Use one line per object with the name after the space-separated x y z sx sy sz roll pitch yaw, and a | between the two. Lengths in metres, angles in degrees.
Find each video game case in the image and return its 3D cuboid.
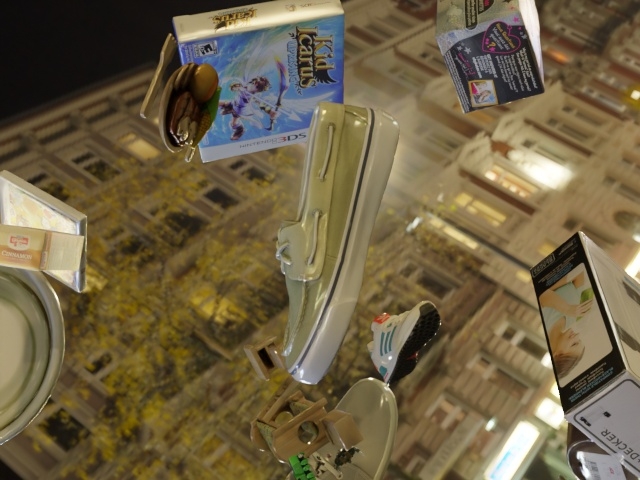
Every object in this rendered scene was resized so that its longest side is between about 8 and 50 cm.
-0.086 -0.248 1.344 0.244 0.061 0.270 -13 -33 -7 | video game case
-0.591 -0.018 1.841 0.026 0.226 0.206 -45 -24 -46 | video game case

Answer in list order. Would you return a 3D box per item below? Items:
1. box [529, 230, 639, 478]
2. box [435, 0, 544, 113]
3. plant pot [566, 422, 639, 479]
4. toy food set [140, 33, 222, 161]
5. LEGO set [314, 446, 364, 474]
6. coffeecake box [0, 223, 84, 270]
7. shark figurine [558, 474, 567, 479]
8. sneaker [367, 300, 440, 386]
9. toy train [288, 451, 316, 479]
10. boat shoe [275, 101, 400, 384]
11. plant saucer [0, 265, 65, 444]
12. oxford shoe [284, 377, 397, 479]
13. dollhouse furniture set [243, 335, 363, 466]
0.348 0.133 1.009 0.087 0.169 0.290 -44 16 26 | box
0.282 -0.360 1.434 0.247 0.142 0.163 -81 -30 -45 | box
0.434 0.239 1.200 0.230 0.215 0.215 -44 -24 -38 | plant pot
-0.176 -0.183 1.172 0.192 0.038 0.133 50 -122 -73 | toy food set
0.026 0.330 1.320 0.083 0.023 0.054 13 -73 -32 | LEGO set
-0.504 0.010 1.468 0.185 0.142 0.068 33 -114 -86 | coffeecake box
0.523 0.383 1.347 0.166 0.278 0.116 22 -118 -68 | shark figurine
0.095 0.115 1.090 0.057 0.075 0.161 -23 -30 -29 | sneaker
-0.020 0.284 1.045 0.023 0.017 0.083 -24 -47 -8 | toy train
0.000 0.000 0.925 0.109 0.094 0.303 -167 92 -81 | boat shoe
-0.662 0.202 1.644 0.401 0.400 0.100 -56 -12 -5 | plant saucer
0.002 0.469 1.682 0.130 0.169 0.449 32 -89 -45 | oxford shoe
-0.052 0.225 1.210 0.101 0.161 0.182 -30 7 -20 | dollhouse furniture set
